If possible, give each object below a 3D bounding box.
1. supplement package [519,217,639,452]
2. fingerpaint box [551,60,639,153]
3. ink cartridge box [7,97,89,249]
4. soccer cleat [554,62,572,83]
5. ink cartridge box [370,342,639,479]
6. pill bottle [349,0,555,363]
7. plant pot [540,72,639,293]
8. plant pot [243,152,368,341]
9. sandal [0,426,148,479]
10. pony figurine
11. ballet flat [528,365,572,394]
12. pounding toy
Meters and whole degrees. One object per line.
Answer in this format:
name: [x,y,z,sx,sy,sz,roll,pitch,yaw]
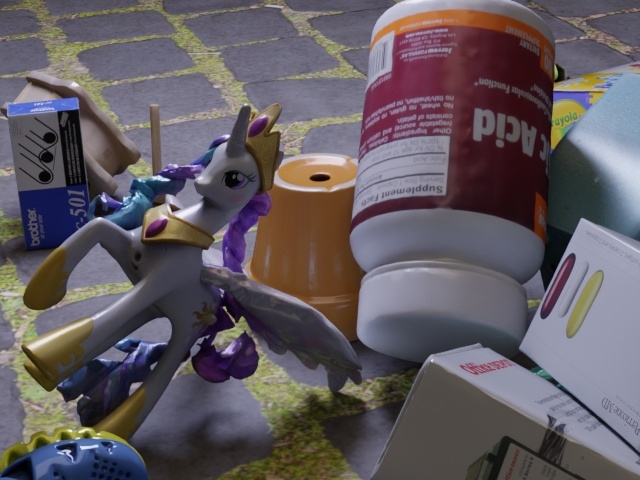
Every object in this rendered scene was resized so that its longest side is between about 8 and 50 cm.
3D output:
supplement package: [0.336,0.107,1.273,0.204,0.145,0.262,21,8,-19]
fingerpaint box: [0.584,-0.173,2.030,0.371,0.163,0.445,-16,14,-29]
ink cartridge box: [-0.374,-0.091,1.986,0.097,0.207,0.046,-7,28,-9]
soccer cleat: [0.345,-0.253,2.310,0.289,0.121,0.093,29,46,25]
ink cartridge box: [0.214,0.210,1.208,0.289,0.121,0.211,28,8,19]
pill bottle: [0.153,-0.068,1.654,0.224,0.224,0.392,5,70,2]
plant pot: [0.397,-0.016,1.737,0.252,0.247,0.248,-36,38,-23]
plant pot: [0.000,0.000,1.778,0.205,0.187,0.205,-2,25,1]
sandal: [-0.302,0.276,1.305,0.317,0.126,0.138,-21,33,-19]
pony figurine: [-0.140,0.056,1.534,0.363,0.351,0.303,-44,56,-16]
ballet flat: [0.216,0.180,1.521,0.247,0.083,0.087,-17,4,-29]
pounding toy: [-0.335,-0.155,2.115,0.154,0.269,0.155,3,52,47]
